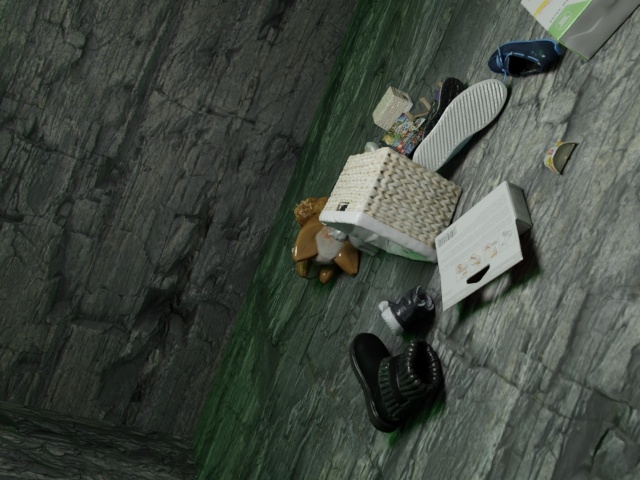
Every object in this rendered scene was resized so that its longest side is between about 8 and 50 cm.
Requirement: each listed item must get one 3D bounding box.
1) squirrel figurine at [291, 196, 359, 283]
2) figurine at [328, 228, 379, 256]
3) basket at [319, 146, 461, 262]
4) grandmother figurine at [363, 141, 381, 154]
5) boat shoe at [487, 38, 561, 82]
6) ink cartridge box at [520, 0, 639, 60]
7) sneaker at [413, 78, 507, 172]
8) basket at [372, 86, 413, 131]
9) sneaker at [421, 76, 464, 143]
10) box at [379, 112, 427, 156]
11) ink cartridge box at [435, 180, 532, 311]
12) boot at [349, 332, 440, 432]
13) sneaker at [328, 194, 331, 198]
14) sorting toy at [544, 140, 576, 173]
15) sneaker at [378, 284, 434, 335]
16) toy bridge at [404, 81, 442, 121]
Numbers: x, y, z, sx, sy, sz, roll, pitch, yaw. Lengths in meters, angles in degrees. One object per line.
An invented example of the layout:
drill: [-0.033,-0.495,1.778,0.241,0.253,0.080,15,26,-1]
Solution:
squirrel figurine: [0.000,0.000,2.214,0.370,0.280,0.398,125,150,-71]
figurine: [0.158,-0.045,1.889,0.215,0.209,0.093,-51,27,41]
basket: [0.223,-0.115,1.623,0.267,0.331,0.328,-69,20,-4]
grandmother figurine: [0.205,-0.278,2.161,0.207,0.103,0.343,-12,62,57]
boat shoe: [0.567,-0.525,1.423,0.089,0.109,0.258,-49,17,-5]
ink cartridge box: [0.668,-0.656,1.286,0.207,0.119,0.354,-55,25,36]
sneaker: [0.444,-0.372,1.595,0.366,0.135,0.150,-43,-1,23]
basket: [0.313,-0.574,2.151,0.167,0.103,0.113,-57,23,34]
sneaker: [0.430,-0.430,1.758,0.124,0.107,0.284,153,140,-82]
box: [0.339,-0.429,1.977,0.159,0.044,0.233,-50,23,7]
ink cartridge box: [0.434,0.027,1.318,0.296,0.066,0.261,-48,29,46]
boot: [0.218,0.359,1.456,0.348,0.131,0.260,-110,36,-45]
sneaker: [0.105,-0.172,2.381,0.098,0.083,0.224,-40,34,16]
sorting toy: [0.582,-0.212,1.216,0.075,0.044,0.083,-72,6,-80]
sneaker: [0.271,0.210,1.526,0.153,0.101,0.268,-35,-2,5]
toy bridge: [0.409,-0.525,1.891,0.188,0.063,0.026,-44,24,4]
